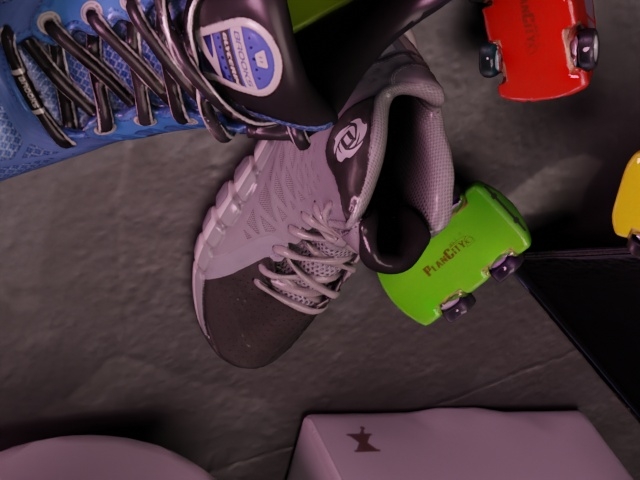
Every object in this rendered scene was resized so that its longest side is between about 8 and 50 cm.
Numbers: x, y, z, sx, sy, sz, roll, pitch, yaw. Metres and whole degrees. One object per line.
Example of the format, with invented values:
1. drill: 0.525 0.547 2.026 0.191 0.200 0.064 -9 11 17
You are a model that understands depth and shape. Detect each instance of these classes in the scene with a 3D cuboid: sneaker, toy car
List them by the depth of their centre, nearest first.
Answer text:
1. sneaker: -0.065 -0.103 0.453 0.329 0.147 0.130 -27 127 2
2. sneaker: 0.000 0.000 0.554 0.086 0.132 0.229 10 117 -26
3. toy car: 0.120 -0.034 0.599 0.239 0.053 0.225 48 124 1

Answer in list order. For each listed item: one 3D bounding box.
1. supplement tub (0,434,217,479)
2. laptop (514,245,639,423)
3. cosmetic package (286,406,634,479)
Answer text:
1. supplement tub: -0.143 0.299 0.636 0.228 0.228 0.316 -5 124 -18
2. laptop: 0.413 0.020 0.697 0.408 0.236 0.382 -46 127 0
3. cosmetic package: 0.062 0.350 0.790 0.230 0.161 0.454 3 120 -22
